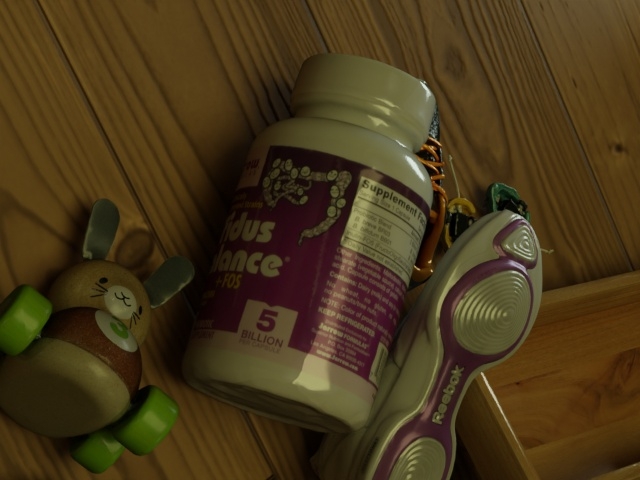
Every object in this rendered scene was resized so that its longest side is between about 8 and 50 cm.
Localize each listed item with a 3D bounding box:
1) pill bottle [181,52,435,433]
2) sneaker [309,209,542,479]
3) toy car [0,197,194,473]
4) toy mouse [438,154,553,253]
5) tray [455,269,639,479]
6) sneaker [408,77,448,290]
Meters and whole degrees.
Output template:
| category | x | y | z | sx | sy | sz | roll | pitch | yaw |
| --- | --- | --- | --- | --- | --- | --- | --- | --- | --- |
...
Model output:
| category | x | y | z | sx | sy | sz | roll | pitch | yaw |
| --- | --- | --- | --- | --- | --- | --- | --- | --- | --- |
| pill bottle | 0.000 | 0.000 | 1.374 | 0.169 | 0.169 | 0.302 | 26 | 72 | -33 |
| sneaker | 0.084 | 0.100 | 1.429 | 0.114 | 0.152 | 0.305 | 36 | 81 | -33 |
| toy car | -0.173 | 0.060 | 1.272 | 0.155 | 0.149 | 0.188 | 41 | 54 | -17 |
| toy mouse | 0.169 | 0.003 | 1.584 | 0.143 | 0.031 | 0.161 | 5 | 85 | -36 |
| tray | 0.301 | 0.142 | 1.597 | 0.410 | 0.076 | 0.203 | -10 | 63 | -37 |
| sneaker | 0.085 | -0.048 | 1.493 | 0.084 | 0.083 | 0.215 | 13 | 79 | -34 |
